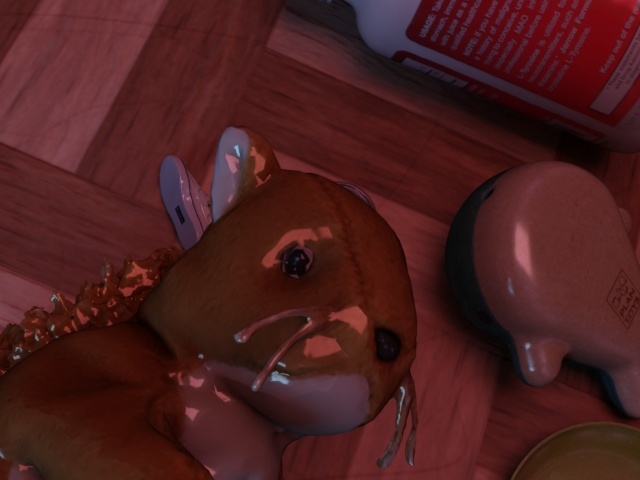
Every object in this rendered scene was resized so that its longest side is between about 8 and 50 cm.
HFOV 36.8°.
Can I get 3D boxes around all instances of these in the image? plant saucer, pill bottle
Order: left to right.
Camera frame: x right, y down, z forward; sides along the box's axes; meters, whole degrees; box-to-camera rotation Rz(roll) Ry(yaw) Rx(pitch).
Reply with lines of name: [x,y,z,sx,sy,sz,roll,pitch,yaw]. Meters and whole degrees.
pill bottle: [0.182,-0.262,0.972,0.407,0.229,0.229,22,63,-6]
plant saucer: [0.261,0.284,0.857,0.240,0.037,0.241,6,66,-13]

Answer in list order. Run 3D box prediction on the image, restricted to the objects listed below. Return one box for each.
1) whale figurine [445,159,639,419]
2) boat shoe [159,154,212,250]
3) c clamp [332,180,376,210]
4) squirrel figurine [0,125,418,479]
whale figurine: [0.227,0.052,0.918,0.272,0.141,0.216,45,60,-21]
boat shoe: [-0.120,-0.034,0.900,0.035,0.035,0.100,-1,59,-46]
c clamp: [0.000,0.000,0.921,0.160,0.022,0.137,6,65,-13]
squirrel figurine: [-0.117,0.102,0.637,0.281,0.397,0.370,39,87,-27]
